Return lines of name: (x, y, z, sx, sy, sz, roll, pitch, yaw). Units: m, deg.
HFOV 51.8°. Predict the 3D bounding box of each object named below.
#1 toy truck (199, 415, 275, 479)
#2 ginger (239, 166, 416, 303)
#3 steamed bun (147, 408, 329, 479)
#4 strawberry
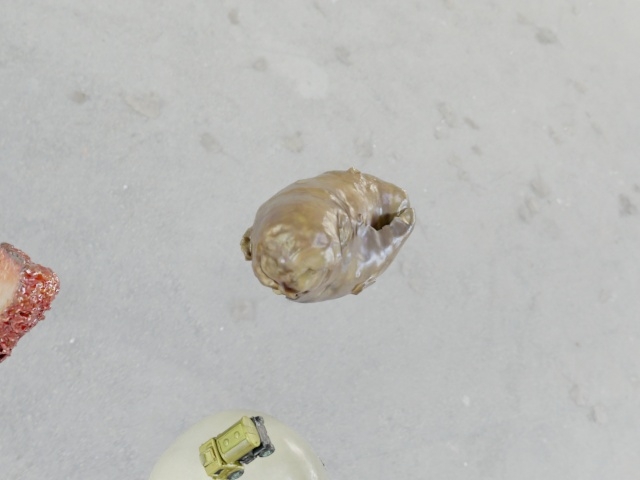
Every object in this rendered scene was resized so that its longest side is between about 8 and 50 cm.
toy truck: (-0.104, 0.250, 0.791, 0.054, 0.083, 0.049, 34, 23, -52)
ginger: (0.000, 0.000, 0.846, 0.321, 0.173, 0.165, -28, 101, -59)
steamed bun: (-0.138, 0.422, 0.999, 0.206, 0.324, 0.324, 22, 53, -51)
strawberry: (-0.456, 0.100, 0.962, 0.106, 0.286, 0.188, 26, 62, -42)
